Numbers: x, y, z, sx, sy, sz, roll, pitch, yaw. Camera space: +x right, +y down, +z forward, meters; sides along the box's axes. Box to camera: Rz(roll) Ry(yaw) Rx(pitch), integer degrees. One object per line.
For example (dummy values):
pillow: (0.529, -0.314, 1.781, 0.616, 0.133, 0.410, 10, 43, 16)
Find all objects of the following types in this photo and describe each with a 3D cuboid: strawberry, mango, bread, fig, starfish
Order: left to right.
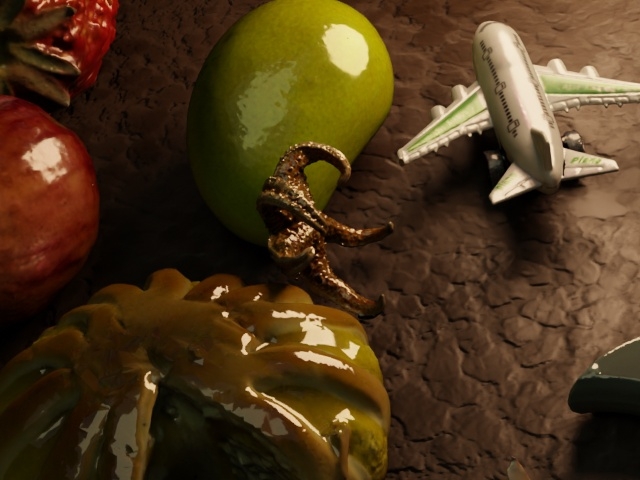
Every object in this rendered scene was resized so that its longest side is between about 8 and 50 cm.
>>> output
fig: (-0.339, -0.019, 1.114, 0.224, 0.224, 0.263, 22, 61, 30)
strawberry: (-0.367, -0.285, 1.347, 0.292, 0.292, 0.343, -11, 29, 5)
bread: (-0.113, 0.137, 0.940, 0.333, 0.160, 0.333, -7, 45, 7)
mango: (-0.038, -0.132, 1.166, 0.185, 0.149, 0.273, 31, 63, 8)
starfish: (0.001, 0.000, 1.020, 0.074, 0.146, 0.190, -22, 19, 22)

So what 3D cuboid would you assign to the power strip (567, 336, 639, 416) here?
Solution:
power strip: (0.306, 0.146, 0.893, 0.168, 0.054, 0.253, -24, 47, -11)

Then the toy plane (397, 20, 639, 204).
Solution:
toy plane: (0.191, -0.125, 1.141, 0.251, 0.101, 0.255, -14, 42, 2)

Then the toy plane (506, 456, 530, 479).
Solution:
toy plane: (0.125, 0.251, 0.838, 0.135, 0.062, 0.188, 33, 63, 6)
